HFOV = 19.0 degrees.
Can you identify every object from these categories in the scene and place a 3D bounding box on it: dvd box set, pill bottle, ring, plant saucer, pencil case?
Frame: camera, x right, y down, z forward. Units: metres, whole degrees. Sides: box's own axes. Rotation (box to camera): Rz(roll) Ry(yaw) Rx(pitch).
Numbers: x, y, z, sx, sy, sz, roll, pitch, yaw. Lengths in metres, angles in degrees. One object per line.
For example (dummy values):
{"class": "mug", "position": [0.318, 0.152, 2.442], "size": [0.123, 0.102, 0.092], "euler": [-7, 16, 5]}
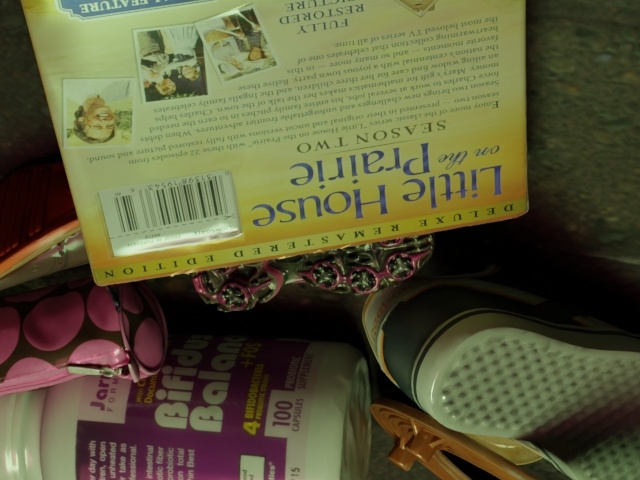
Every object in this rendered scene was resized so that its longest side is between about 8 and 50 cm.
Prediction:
{"class": "dvd box set", "position": [-0.026, -0.151, 1.168], "size": [0.307, 0.062, 0.420], "euler": [-10, 138, -1]}
{"class": "pill bottle", "position": [-0.118, 0.156, 1.522], "size": [0.301, 0.169, 0.169], "euler": [3, 139, 10]}
{"class": "ring", "position": [0.175, 0.228, 1.493], "size": [0.336, 0.032, 0.336], "euler": [34, 171, 6]}
{"class": "plant saucer", "position": [0.152, 0.155, 1.571], "size": [0.083, 0.015, 0.083], "euler": [7, 139, 6]}
{"class": "pencil case", "position": [-0.224, 0.085, 1.438], "size": [0.209, 0.098, 0.095], "euler": [-16, 140, 16]}

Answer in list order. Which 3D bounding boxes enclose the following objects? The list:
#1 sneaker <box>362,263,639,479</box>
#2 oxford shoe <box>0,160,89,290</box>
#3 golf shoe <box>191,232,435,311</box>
{"class": "sneaker", "position": [0.166, 0.096, 1.430], "size": [0.321, 0.127, 0.126], "euler": [26, 100, -42]}
{"class": "oxford shoe", "position": [-0.173, -0.007, 1.409], "size": [0.271, 0.097, 0.098], "euler": [-24, 134, 35]}
{"class": "golf shoe", "position": [0.000, 0.000, 1.389], "size": [0.186, 0.086, 0.068], "euler": [-7, 110, 25]}
